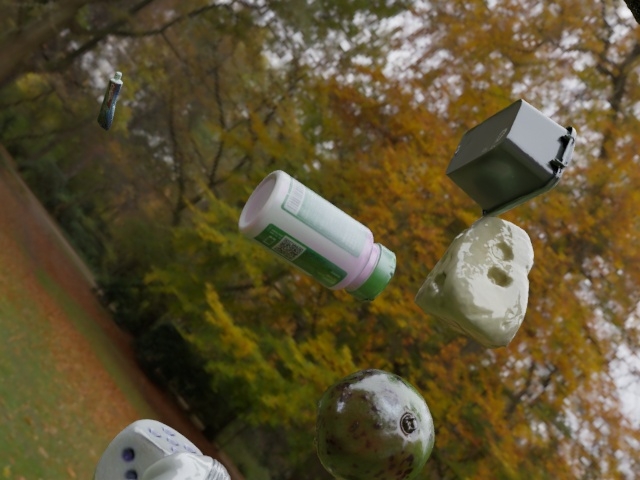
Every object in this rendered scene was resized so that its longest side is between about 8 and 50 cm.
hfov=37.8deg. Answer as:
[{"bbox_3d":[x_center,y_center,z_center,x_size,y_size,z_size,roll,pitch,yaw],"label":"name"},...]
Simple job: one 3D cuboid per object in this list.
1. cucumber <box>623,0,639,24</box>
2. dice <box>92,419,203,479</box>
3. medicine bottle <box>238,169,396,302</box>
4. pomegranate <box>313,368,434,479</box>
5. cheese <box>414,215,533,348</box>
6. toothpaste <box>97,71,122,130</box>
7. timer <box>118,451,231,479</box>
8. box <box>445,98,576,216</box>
[{"bbox_3d":[0.438,-0.440,1.375,0.303,0.072,0.081,50,10,-19],"label":"cucumber"},{"bbox_3d":[-0.394,0.540,2.164,0.192,0.193,0.194,35,1,17],"label":"dice"},{"bbox_3d":[0.000,0.000,1.650,0.274,0.133,0.133,33,-5,-19],"label":"medicine bottle"},{"bbox_3d":[0.070,0.304,1.496,0.202,0.202,0.248,53,-38,-6],"label":"pomegranate"},{"bbox_3d":[0.309,0.084,1.786,0.174,0.251,0.248,32,11,-11],"label":"cheese"},{"bbox_3d":[-0.293,-0.196,1.304,0.027,0.083,0.019,33,23,26],"label":"toothpaste"},{"bbox_3d":[-0.222,0.422,1.318,0.290,0.291,0.315,54,26,-9],"label":"timer"},{"bbox_3d":[0.365,-0.163,1.833,0.135,0.163,0.243,35,-28,-14],"label":"box"}]
